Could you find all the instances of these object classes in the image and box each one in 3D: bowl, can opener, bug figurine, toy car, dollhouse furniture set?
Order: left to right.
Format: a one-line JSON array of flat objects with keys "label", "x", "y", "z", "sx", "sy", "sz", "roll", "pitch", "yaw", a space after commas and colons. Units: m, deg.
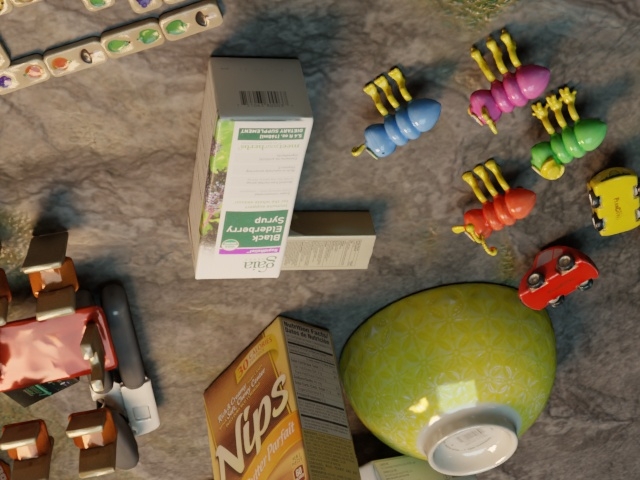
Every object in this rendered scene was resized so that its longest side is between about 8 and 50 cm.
[{"label": "dollhouse furniture set", "x": -0.360, "y": 0.132, "z": 1.441, "sx": 0.259, "sy": 0.135, "sz": 0.262, "roll": -11, "pitch": 113, "yaw": -2}, {"label": "can opener", "x": -0.245, "y": 0.174, "z": 1.562, "sx": 0.076, "sy": 0.095, "sz": 0.283, "roll": -9, "pitch": 140, "yaw": -5}, {"label": "bowl", "x": 0.178, "y": 0.203, "z": 1.653, "sx": 0.289, "sy": 0.156, "sz": 0.289, "roll": -7, "pitch": 139, "yaw": -6}, {"label": "bug figurine", "x": 0.178, "y": -0.099, "z": 1.369, "sx": 0.216, "sy": 0.072, "sz": 0.279, "roll": -33, "pitch": 135, "yaw": 23}, {"label": "toy car", "x": 0.371, "y": -0.001, "z": 1.543, "sx": 0.225, "sy": 0.053, "sz": 0.239, "roll": 6, "pitch": 137, "yaw": -21}]

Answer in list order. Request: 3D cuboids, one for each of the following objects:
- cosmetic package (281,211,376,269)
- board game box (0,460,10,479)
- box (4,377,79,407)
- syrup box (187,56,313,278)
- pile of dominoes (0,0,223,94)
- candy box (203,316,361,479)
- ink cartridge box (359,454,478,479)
[{"label": "cosmetic package", "x": 0.000, "y": 0.000, "z": 1.463, "sx": 0.115, "sy": 0.041, "sz": 0.060, "roll": 0, "pitch": 138, "yaw": -14}, {"label": "board game box", "x": -0.617, "y": 0.413, "z": 1.545, "sx": 0.356, "sy": 0.356, "sz": 0.356, "roll": -25, "pitch": 138, "yaw": 14}, {"label": "box", "x": -0.333, "y": 0.148, "z": 1.536, "sx": 0.083, "sy": 0.062, "sz": 0.052, "roll": -27, "pitch": 136, "yaw": 16}, {"label": "syrup box", "x": -0.076, "y": -0.068, "z": 1.325, "sx": 0.093, "sy": 0.096, "sz": 0.237, "roll": -1, "pitch": 137, "yaw": -13}, {"label": "pile of dominoes", "x": -0.215, "y": -0.224, "z": 1.156, "sx": 0.251, "sy": 0.040, "sz": 0.196, "roll": -17, "pitch": 139, "yaw": 5}, {"label": "candy box", "x": -0.045, "y": 0.273, "z": 1.553, "sx": 0.087, "sy": 0.316, "sz": 0.183, "roll": 19, "pitch": 131, "yaw": -33}, {"label": "ink cartridge box", "x": 0.046, "y": 0.373, "z": 1.791, "sx": 0.261, "sy": 0.066, "sz": 0.296, "roll": -31, "pitch": 161, "yaw": 24}]
